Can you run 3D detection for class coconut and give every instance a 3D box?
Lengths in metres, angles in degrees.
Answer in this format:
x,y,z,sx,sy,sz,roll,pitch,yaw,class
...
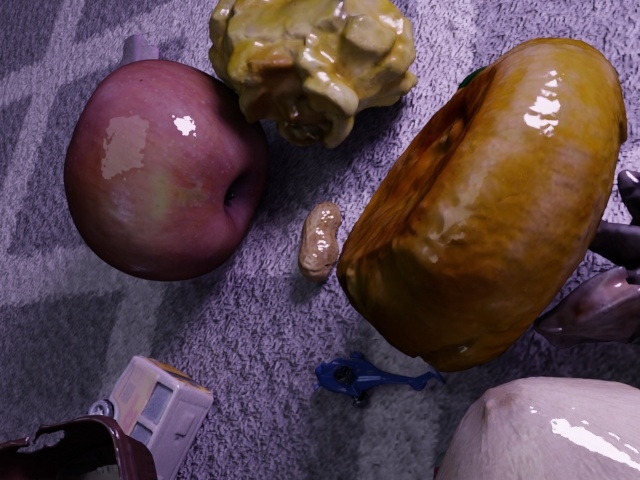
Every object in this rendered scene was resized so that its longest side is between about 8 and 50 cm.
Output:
x,y,z,sx,sy,sz,roll,pitch,yaw,class
0.193,0.220,0.593,0.237,0.237,0.265,-32,94,24,coconut

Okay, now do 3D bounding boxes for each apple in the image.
x,y,z,sx,sy,sz,roll,pitch,yaw,class
-0.203,-0.094,1.105,0.235,0.306,0.305,17,79,19,apple

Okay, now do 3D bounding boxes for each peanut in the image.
x,y,z,sx,sy,sz,roll,pitch,yaw,class
0.000,0.000,1.041,0.054,0.054,0.113,-9,62,37,peanut

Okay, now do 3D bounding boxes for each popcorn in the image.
x,y,z,sx,sy,sz,roll,pitch,yaw,class
-0.013,-0.244,1.044,0.287,0.215,0.252,12,42,30,popcorn

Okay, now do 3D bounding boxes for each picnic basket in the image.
x,y,z,sx,sy,sz,roll,pitch,yaw,class
-0.272,0.364,0.927,0.223,0.129,0.296,-18,69,12,picnic basket

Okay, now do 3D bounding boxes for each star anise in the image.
x,y,z,sx,sy,sz,roll,pitch,yaw,class
0.358,0.018,0.690,0.360,0.139,0.315,-21,62,13,star anise

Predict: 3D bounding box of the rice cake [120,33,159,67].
x,y,z,sx,sy,sz,roll,pitch,yaw,class
-0.333,-0.214,1.427,0.073,0.056,0.364,-24,54,36,rice cake

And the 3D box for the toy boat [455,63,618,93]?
x,y,z,sx,sy,sz,roll,pitch,yaw,class
0.238,-0.162,0.923,0.210,0.052,0.104,16,82,45,toy boat

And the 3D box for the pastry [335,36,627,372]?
x,y,z,sx,sy,sz,roll,pitch,yaw,class
0.154,-0.035,0.762,0.356,0.164,0.356,-52,5,6,pastry

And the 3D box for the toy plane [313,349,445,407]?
x,y,z,sx,sy,sz,roll,pitch,yaw,class
0.059,0.152,0.915,0.167,0.054,0.062,-2,42,40,toy plane

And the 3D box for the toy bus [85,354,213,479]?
x,y,z,sx,sy,sz,roll,pitch,yaw,class
-0.270,0.327,1.069,0.138,0.097,0.342,19,80,37,toy bus

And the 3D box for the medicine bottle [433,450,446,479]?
x,y,z,sx,sy,sz,roll,pitch,yaw,class
0.140,0.307,0.732,0.091,0.090,0.216,-9,63,37,medicine bottle
